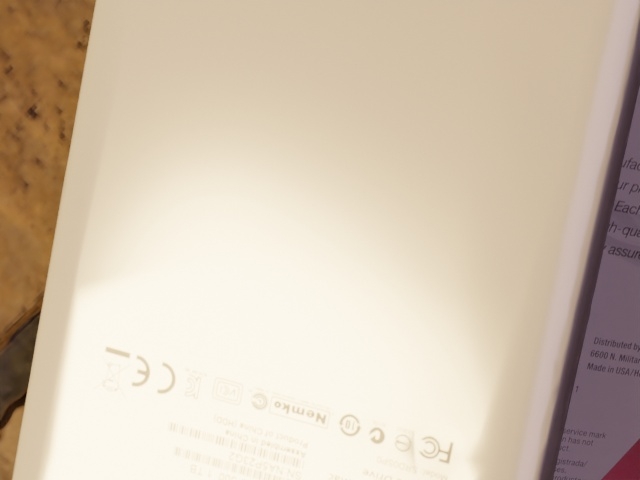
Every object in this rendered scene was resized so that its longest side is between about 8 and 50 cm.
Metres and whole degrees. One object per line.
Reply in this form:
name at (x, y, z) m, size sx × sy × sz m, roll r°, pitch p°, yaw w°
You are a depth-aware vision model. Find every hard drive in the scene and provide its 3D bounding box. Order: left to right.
hard drive at (0.000, 0.000, 0.732) m, size 0.203 × 0.040 × 0.307 m, roll 14°, pitch 99°, yaw 18°

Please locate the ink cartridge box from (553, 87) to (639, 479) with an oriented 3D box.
ink cartridge box at (0.110, -0.008, 0.799) m, size 0.159 × 0.092 × 0.218 m, roll 10°, pitch 102°, yaw -21°
